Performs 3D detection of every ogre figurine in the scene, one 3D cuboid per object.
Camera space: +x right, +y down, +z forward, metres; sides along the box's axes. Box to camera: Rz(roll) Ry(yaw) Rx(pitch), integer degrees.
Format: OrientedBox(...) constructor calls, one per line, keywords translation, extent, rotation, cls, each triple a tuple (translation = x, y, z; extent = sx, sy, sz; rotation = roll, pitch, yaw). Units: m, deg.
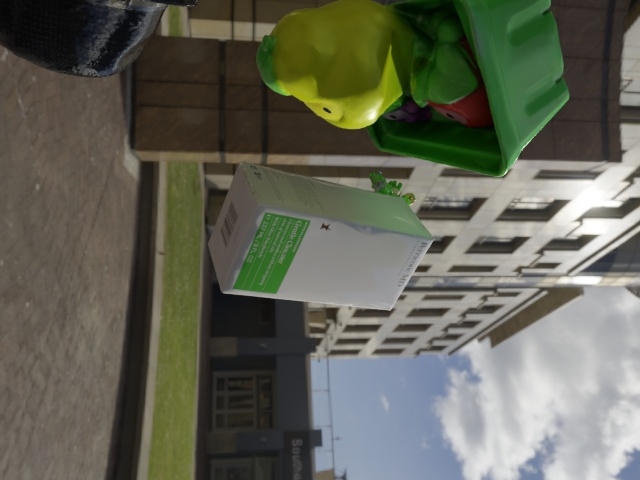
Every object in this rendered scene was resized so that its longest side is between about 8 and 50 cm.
OrientedBox(translation=(0.171, -0.071, 1.289), extent=(0.118, 0.097, 0.197), rotation=(-26, 102, -79), cls="ogre figurine")

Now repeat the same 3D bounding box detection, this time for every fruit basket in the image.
OrientedBox(translation=(0.106, -0.233, 0.830), extent=(0.392, 0.392, 0.283), rotation=(-108, 177, -66), cls="fruit basket")

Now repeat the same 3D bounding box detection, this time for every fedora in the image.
OrientedBox(translation=(-0.344, -0.328, 0.800), extent=(0.334, 0.334, 0.152), rotation=(-103, -150, -58), cls="fedora")

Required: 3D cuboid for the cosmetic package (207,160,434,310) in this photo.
OrientedBox(translation=(0.000, 0.000, 1.066), extent=(0.197, 0.366, 0.155), rotation=(-65, -148, 27), cls="cosmetic package")
